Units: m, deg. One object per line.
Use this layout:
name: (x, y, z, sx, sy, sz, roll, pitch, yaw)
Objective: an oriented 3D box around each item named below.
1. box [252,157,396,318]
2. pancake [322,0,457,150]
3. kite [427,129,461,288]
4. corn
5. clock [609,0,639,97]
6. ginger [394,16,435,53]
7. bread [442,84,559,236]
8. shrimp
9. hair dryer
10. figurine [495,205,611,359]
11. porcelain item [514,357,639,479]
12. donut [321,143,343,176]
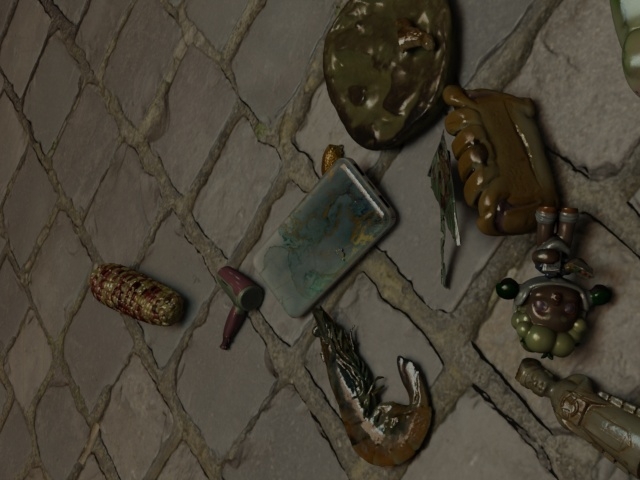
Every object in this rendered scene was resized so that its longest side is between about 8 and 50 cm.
box: (0.000, 0.000, 1.482, 0.285, 0.044, 0.142, -47, 70, 32)
pancake: (0.113, -0.288, 1.424, 0.294, 0.049, 0.294, -11, 75, 45)
kite: (0.178, -0.044, 1.277, 0.229, 0.012, 0.250, -97, 5, -63)
corn: (-0.379, 0.114, 1.842, 0.290, 0.098, 0.098, 14, 94, 43)
clock: (0.416, -0.239, 0.917, 0.114, 0.309, 0.284, -7, 80, 47)
ginger: (0.134, -0.308, 1.348, 0.048, 0.030, 0.097, -58, 46, 18)
bread: (0.244, -0.114, 1.212, 0.081, 0.134, 0.225, 126, 137, -61)
shrimp: (0.078, 0.207, 1.389, 0.169, 0.058, 0.296, -38, 62, 28)
hair dryer: (-0.167, 0.135, 1.654, 0.106, 0.054, 0.154, 31, 111, 48)
figurine: (0.300, 0.056, 1.137, 0.147, 0.093, 0.197, 4, 102, 3)
porcelain item: (0.332, 0.212, 1.122, 0.213, 0.054, 0.084, 33, 106, 44)
donut: (0.028, -0.123, 1.495, 0.067, 0.038, 0.083, 12, 94, 49)
